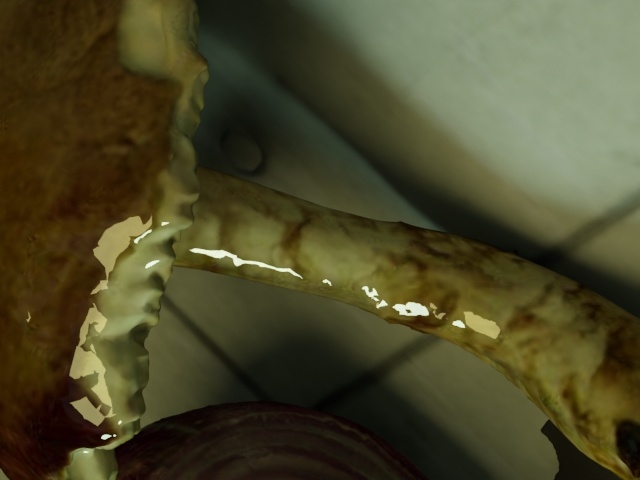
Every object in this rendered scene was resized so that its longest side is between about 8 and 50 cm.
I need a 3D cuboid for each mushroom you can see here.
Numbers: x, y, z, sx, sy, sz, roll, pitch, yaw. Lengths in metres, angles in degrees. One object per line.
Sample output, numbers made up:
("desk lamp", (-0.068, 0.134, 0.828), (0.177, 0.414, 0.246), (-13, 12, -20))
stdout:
("mushroom", (-0.029, 0.019, 0.729), (0.302, 0.233, 0.208), (38, 106, -24))

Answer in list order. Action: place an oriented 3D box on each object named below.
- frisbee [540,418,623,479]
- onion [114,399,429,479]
("frisbee", (0.129, 0.167, 0.839), (0.187, 0.012, 0.211), (41, 139, -4))
("onion", (-0.035, 0.204, 0.817), (0.272, 0.230, 0.256), (29, 111, -40))
